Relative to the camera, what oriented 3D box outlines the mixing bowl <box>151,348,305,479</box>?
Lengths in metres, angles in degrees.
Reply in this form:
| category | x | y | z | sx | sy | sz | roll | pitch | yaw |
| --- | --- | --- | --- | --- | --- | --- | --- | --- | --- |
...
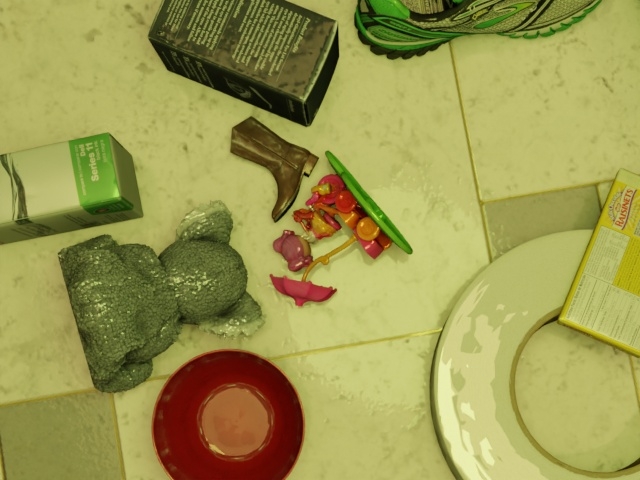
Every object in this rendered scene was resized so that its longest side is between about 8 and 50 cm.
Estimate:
| category | x | y | z | sx | sy | sz | roll | pitch | yaw |
| --- | --- | --- | --- | --- | --- | --- | --- | --- | --- |
| mixing bowl | -0.107 | 0.221 | 1.359 | 0.181 | 0.098 | 0.181 | 0 | 85 | 1 |

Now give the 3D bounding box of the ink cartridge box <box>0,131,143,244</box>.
| category | x | y | z | sx | sy | sz | roll | pitch | yaw |
| --- | --- | --- | --- | --- | --- | --- | --- | --- | --- |
| ink cartridge box | -0.335 | -0.057 | 1.364 | 0.208 | 0.153 | 0.087 | -12 | 84 | -1 |

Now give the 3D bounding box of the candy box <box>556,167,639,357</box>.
| category | x | y | z | sx | sy | sz | roll | pitch | yaw |
| --- | --- | --- | --- | --- | --- | --- | --- | --- | --- |
| candy box | 0.364 | 0.025 | 1.326 | 0.105 | 0.027 | 0.206 | 23 | 76 | 9 |

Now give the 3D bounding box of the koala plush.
| category | x | y | z | sx | sy | sz | roll | pitch | yaw |
| --- | --- | --- | --- | --- | --- | --- | --- | --- | --- |
| koala plush | -0.185 | 0.062 | 1.343 | 0.221 | 0.203 | 0.196 | -15 | 84 | -12 |

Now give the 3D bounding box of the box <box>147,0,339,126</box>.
| category | x | y | z | sx | sy | sz | roll | pitch | yaw |
| --- | --- | --- | --- | --- | --- | --- | --- | --- | --- |
| box | -0.088 | -0.236 | 1.375 | 0.207 | 0.153 | 0.108 | 22 | 85 | 2 |

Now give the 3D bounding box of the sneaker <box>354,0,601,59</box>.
| category | x | y | z | sx | sy | sz | roll | pitch | yaw |
| --- | --- | --- | --- | --- | --- | --- | --- | --- | --- |
| sneaker | 0.212 | -0.311 | 1.377 | 0.343 | 0.146 | 0.134 | -17 | 84 | -1 |

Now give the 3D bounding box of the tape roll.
| category | x | y | z | sx | sy | sz | roll | pitch | yaw |
| --- | --- | --- | --- | --- | --- | --- | --- | --- | --- |
| tape roll | 0.325 | 0.178 | 1.338 | 0.392 | 0.072 | 0.392 | 0 | 75 | 0 |

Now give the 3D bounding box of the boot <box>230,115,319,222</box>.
| category | x | y | z | sx | sy | sz | roll | pitch | yaw |
| --- | --- | --- | --- | --- | --- | --- | --- | --- | --- |
| boot | -0.074 | -0.091 | 1.418 | 0.114 | 0.037 | 0.106 | 30 | 73 | 1 |

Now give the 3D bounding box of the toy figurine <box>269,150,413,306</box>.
| category | x | y | z | sx | sy | sz | roll | pitch | yaw |
| --- | --- | --- | --- | --- | --- | --- | --- | --- | --- |
| toy figurine | 0.000 | 0.000 | 1.382 | 0.159 | 0.130 | 0.173 | -40 | 63 | 7 |
